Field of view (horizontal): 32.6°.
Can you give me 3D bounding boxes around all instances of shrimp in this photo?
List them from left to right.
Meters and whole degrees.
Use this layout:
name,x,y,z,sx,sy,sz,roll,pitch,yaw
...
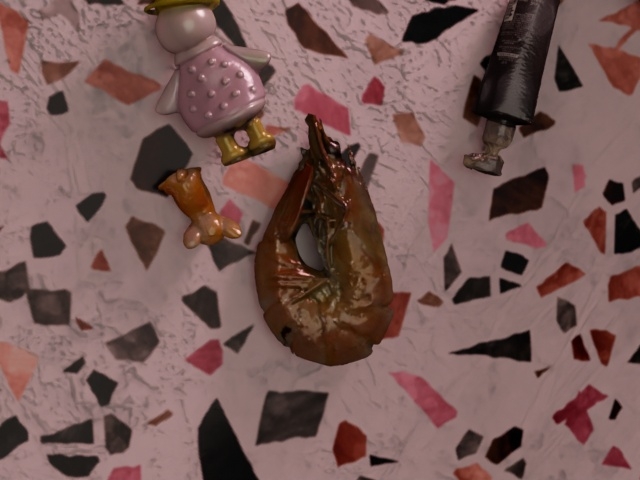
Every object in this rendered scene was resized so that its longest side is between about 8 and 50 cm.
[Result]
name,x,y,z,sx,sy,sz,roll,pitch,yaw
shrimp,0.000,0.000,1.151,0.145,0.061,0.267,-5,97,-5

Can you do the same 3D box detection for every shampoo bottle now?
name,x,y,z,sx,sy,sz,roll,pitch,yaw
shampoo bottle,0.206,-0.172,1.196,0.064,0.057,0.207,16,88,-16

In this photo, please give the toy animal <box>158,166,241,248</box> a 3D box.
name,x,y,z,sx,sy,sz,roll,pitch,yaw
toy animal,-0.122,-0.031,1.110,0.060,0.081,0.083,-25,79,-15

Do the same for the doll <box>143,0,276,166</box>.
name,x,y,z,sx,sy,sz,roll,pitch,yaw
doll,-0.115,-0.175,1.098,0.129,0.081,0.207,-25,96,0
